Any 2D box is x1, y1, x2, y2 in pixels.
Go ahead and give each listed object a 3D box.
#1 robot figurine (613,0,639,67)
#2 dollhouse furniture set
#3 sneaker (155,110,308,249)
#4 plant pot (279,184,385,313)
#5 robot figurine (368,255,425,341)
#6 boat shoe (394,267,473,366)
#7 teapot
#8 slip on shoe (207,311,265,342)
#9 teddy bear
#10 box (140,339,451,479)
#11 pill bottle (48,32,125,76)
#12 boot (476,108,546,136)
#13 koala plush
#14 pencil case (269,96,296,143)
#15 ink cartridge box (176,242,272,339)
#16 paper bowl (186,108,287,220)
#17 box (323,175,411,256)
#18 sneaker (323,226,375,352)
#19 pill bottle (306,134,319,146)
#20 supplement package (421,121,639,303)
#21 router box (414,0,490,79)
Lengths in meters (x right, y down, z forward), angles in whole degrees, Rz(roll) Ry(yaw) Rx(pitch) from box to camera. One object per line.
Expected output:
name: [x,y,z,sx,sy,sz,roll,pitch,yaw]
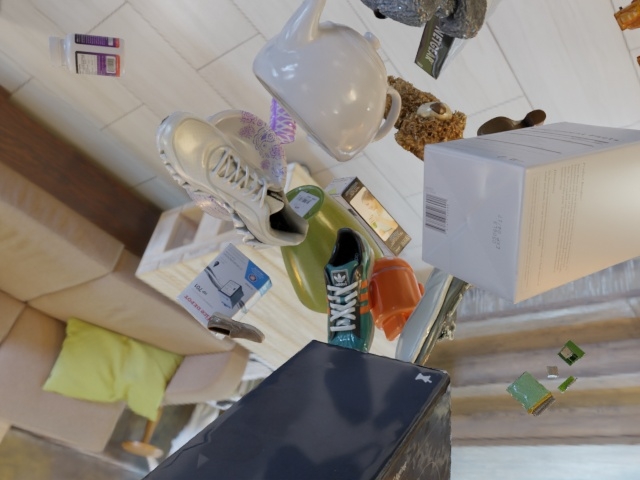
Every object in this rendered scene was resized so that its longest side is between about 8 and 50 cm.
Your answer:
robot figurine: [0.719,-0.438,1.024,0.291,0.085,0.211,-27,102,37]
dollhouse furniture set: [0.440,0.263,1.072,0.076,0.152,0.058,47,165,26]
sneaker: [-0.123,-0.088,0.857,0.118,0.110,0.292,12,154,47]
plant pot: [0.000,0.000,1.480,0.275,0.274,0.293,-5,138,25]
robot figurine: [0.173,0.130,1.331,0.158,0.219,0.128,-15,146,5]
boat shoe: [0.254,0.153,1.151,0.099,0.319,0.116,38,143,-6]
teapot: [0.027,-0.266,0.929,0.252,0.187,0.256,46,-177,-5]
slip on shoe: [-0.192,0.206,1.261,0.136,0.041,0.051,24,140,8]
teddy bear: [0.225,-0.292,1.248,0.245,0.338,0.113,35,117,-4]
box: [-0.004,0.492,0.889,0.298,0.480,0.471,9,112,31]
pill bottle: [-0.649,-0.519,1.558,0.194,0.108,0.108,-1,151,-21]
boot: [0.526,-0.289,1.567,0.197,0.072,0.152,-14,162,1]
koala plush: [0.131,-0.431,0.881,0.196,0.203,0.221,-7,-162,-42]
pencil case: [-0.112,-0.389,1.648,0.087,0.205,0.088,-9,165,29]
ink cartridge box: [-0.233,0.125,1.369,0.140,0.190,0.082,40,164,11]
paper bowl: [-0.241,-0.192,1.483,0.148,0.284,0.284,-7,143,47]
box: [0.144,-0.077,1.825,0.290,0.087,0.169,47,165,-20]
sneaker: [0.051,0.113,1.187,0.108,0.301,0.121,-8,150,22]
pill bottle: [0.046,-0.311,1.324,0.112,0.112,0.186,17,107,-6]
supplement package: [0.310,-0.056,0.779,0.175,0.293,0.177,29,126,55]
router box: [0.341,-0.541,1.301,0.081,0.243,0.309,40,178,5]
